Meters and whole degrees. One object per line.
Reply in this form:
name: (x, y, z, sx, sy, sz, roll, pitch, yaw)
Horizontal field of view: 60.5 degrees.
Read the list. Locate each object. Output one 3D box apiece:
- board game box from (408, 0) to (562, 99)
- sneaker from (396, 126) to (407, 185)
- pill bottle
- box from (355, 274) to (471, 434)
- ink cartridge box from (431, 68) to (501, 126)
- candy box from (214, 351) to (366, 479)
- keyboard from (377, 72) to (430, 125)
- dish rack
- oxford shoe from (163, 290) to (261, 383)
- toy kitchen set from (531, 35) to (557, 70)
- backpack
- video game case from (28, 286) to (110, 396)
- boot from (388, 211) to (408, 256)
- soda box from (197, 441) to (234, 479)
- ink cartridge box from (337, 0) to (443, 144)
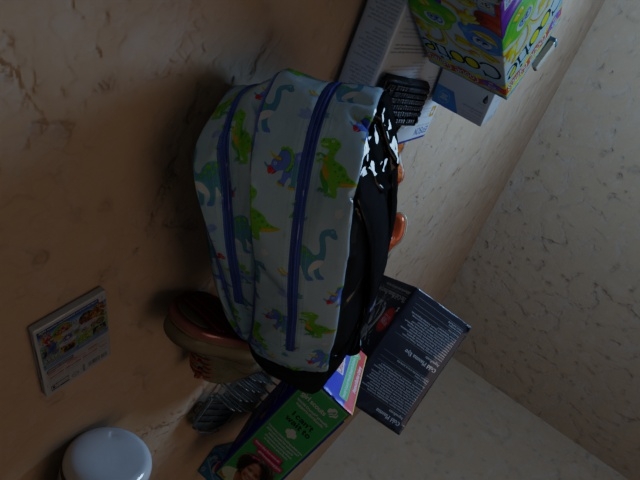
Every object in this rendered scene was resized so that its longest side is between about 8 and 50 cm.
board game box: (0.213, -0.317, 0.699, 0.144, 0.142, 0.275, -57, 160, 6)
sneaker: (0.129, -0.159, 1.087, 0.067, 0.064, 0.175, -29, 147, -13)
pill bottle: (-0.322, 0.378, 0.773, 0.117, 0.117, 0.215, -17, 137, -60)
box: (0.172, 0.274, 1.437, 0.313, 0.179, 0.343, -56, -169, -4)
ink cartridge box: (0.267, -0.296, 0.909, 0.060, 0.104, 0.180, -37, 153, -39)
candy box: (-0.052, 0.370, 1.189, 0.317, 0.122, 0.268, -50, 179, 17)
keyboard: (0.117, -0.197, 0.846, 0.180, 0.023, 0.108, -18, 139, -57)
dish rack: (-0.139, 0.284, 1.108, 0.272, 0.074, 0.208, -53, 159, -8)
oxford shoe: (-0.152, 0.171, 0.847, 0.130, 0.123, 0.348, -48, 157, -2)
toy kitchen set: (0.366, -0.427, 1.038, 0.207, 0.166, 0.122, -10, 131, -63)
backpack: (-0.015, -0.026, 0.664, 0.356, 0.273, 0.290, 115, -1, -57)
video game case: (-0.281, 0.116, 0.625, 0.087, 0.011, 0.122, -36, 152, -42)
boot: (0.163, -0.002, 1.383, 0.084, 0.059, 0.158, 0, 123, -60)
soda box: (-0.211, 0.543, 1.344, 0.071, 0.067, 0.210, -55, 159, -4)
ink cartridge box: (0.151, -0.309, 0.876, 0.324, 0.071, 0.330, -26, 146, -54)
